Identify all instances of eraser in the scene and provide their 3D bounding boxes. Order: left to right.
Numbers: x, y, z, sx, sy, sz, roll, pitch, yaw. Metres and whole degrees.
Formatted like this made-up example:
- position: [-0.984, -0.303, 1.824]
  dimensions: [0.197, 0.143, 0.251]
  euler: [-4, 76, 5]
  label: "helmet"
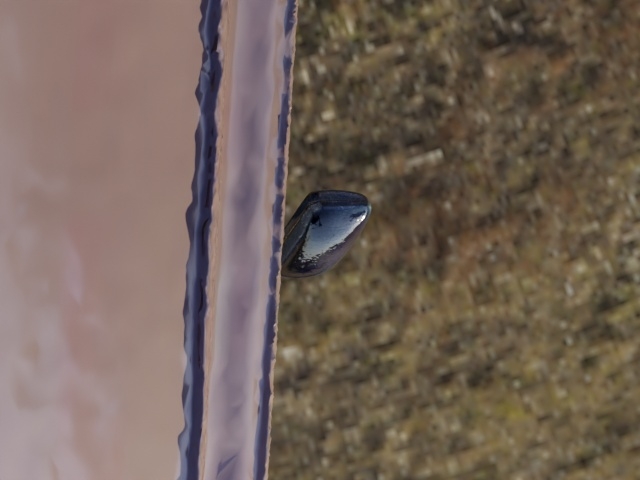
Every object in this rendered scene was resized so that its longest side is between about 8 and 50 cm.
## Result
- position: [-0.129, -0.012, 0.774]
  dimensions: [0.122, 0.359, 0.272]
  euler: [7, -174, 34]
  label: "eraser"

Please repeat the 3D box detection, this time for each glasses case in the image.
- position: [0.000, 0.000, 0.913]
  dimensions: [0.033, 0.023, 0.083]
  euler: [1, 159, -17]
  label: "glasses case"
